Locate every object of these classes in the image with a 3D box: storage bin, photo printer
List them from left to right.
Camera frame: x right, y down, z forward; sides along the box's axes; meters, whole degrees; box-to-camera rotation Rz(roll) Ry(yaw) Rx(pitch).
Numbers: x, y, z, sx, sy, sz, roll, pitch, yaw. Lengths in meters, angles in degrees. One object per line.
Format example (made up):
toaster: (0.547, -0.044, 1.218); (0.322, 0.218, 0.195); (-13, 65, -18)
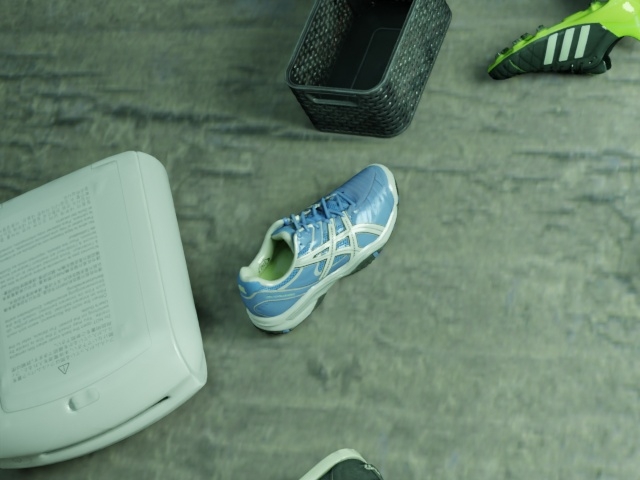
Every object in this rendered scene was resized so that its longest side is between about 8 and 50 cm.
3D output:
photo printer: (-0.253, 0.080, 1.851); (0.256, 0.107, 0.308); (-24, 52, 10)
storage bin: (0.053, -0.210, 1.917); (0.122, 0.084, 0.180); (7, 61, 29)

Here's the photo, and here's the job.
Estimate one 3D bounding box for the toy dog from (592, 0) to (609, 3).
toy dog: (0.281, -0.411, 1.893); (0.220, 0.161, 0.334); (-36, 50, -1)

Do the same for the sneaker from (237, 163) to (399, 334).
sneaker: (0.000, 0.000, 1.802); (0.080, 0.081, 0.211); (30, 73, 39)

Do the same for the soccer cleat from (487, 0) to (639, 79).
soccer cleat: (0.255, -0.194, 1.828); (0.179, 0.072, 0.060); (-24, 6, 28)

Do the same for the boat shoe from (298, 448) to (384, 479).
boat shoe: (-0.028, 0.292, 1.617); (0.233, 0.084, 0.079); (-42, 50, -10)
